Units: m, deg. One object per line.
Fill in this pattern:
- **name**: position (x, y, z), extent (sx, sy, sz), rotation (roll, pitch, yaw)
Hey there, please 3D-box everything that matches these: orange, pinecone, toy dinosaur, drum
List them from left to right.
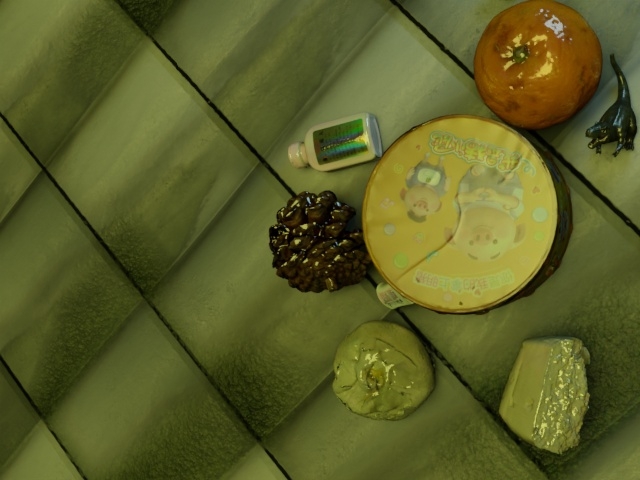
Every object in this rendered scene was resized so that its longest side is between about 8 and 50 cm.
- **pinecone**: position (-0.010, 0.006, 1.965), extent (0.257, 0.243, 0.243), rotation (42, 106, 33)
- **drum**: position (0.311, -0.053, 1.828), extent (0.431, 0.214, 0.430), rotation (0, 89, 26)
- **orange**: position (0.442, -0.359, 1.761), extent (0.261, 0.261, 0.260), rotation (0, 89, 25)
- **toy dinosaur**: position (0.599, -0.265, 1.731), extent (0.087, 0.187, 0.178), rotation (13, 122, 23)

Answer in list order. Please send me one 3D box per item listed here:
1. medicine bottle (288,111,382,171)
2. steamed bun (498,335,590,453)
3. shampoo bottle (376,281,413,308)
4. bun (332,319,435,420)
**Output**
- **medicine bottle**: position (0.032, -0.223, 2.031), extent (0.219, 0.078, 0.115), rotation (-12, 86, 24)
- **steamed bun**: position (0.487, 0.303, 1.766), extent (0.171, 0.200, 0.225), rotation (15, 95, -16)
- **shampoo bottle**: position (0.170, 0.121, 1.961), extent (0.072, 0.043, 0.099), rotation (48, 151, -7)
- **bun**: position (0.133, 0.299, 1.944), extent (0.239, 0.141, 0.239), rotation (1, 93, 23)
